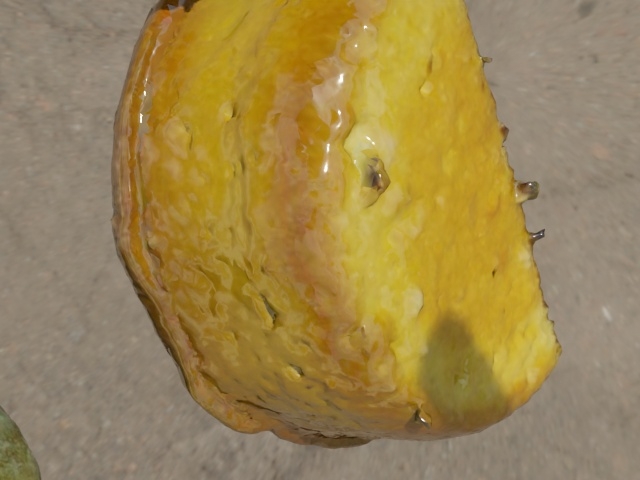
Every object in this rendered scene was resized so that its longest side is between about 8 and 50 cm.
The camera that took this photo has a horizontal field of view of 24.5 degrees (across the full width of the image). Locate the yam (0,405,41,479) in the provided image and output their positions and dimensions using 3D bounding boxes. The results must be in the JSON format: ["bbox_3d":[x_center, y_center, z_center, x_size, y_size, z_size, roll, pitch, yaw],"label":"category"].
[{"bbox_3d":[-0.347,0.205,1.005,0.195,0.300,0.195,5,97,41],"label":"yam"}]

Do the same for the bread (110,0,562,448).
[{"bbox_3d":[0.000,0.000,0.831,0.194,0.179,0.340,2,121,37],"label":"bread"}]
